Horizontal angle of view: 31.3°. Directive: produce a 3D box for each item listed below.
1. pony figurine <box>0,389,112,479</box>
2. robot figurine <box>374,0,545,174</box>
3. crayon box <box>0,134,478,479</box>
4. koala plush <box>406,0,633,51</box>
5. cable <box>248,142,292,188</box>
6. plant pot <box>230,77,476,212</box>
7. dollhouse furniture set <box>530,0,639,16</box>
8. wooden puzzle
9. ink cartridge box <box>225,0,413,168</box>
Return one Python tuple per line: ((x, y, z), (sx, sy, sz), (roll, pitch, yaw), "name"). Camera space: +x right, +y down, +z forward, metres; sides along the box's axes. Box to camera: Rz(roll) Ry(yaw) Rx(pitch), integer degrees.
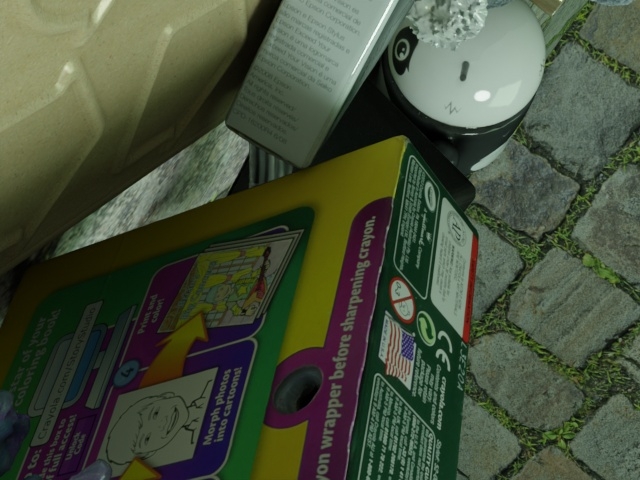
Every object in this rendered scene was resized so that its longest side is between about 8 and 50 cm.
((-0.225, 0.154, 0.371), (0.351, 0.302, 0.363), (-24, 175, 25), "pony figurine")
((0.144, -0.173, 1.260), (0.174, 0.209, 0.278), (-27, 167, -11), "robot figurine")
((-0.084, 0.138, 0.636), (0.313, 0.106, 0.362), (-18, -141, 30), "crayon box")
((0.172, -0.267, 0.999), (0.221, 0.203, 0.196), (-21, -136, 46), "koala plush")
((-0.054, -0.024, 0.900), (0.139, 0.072, 0.287), (-37, 127, -55), "cable")
((0.007, -0.031, 1.160), (0.167, 0.188, 0.187), (-24, 155, -44), "plant pot")
((0.356, -0.340, 1.192), (0.198, 0.303, 0.286), (-47, 171, -19), "dollhouse furniture set")
((-0.096, -0.126, 0.537), (0.348, 0.080, 0.322), (-49, 173, -45), "wooden puzzle")
((0.075, -0.247, 0.721), (0.330, 0.071, 0.324), (-61, 180, 33), "ink cartridge box")
